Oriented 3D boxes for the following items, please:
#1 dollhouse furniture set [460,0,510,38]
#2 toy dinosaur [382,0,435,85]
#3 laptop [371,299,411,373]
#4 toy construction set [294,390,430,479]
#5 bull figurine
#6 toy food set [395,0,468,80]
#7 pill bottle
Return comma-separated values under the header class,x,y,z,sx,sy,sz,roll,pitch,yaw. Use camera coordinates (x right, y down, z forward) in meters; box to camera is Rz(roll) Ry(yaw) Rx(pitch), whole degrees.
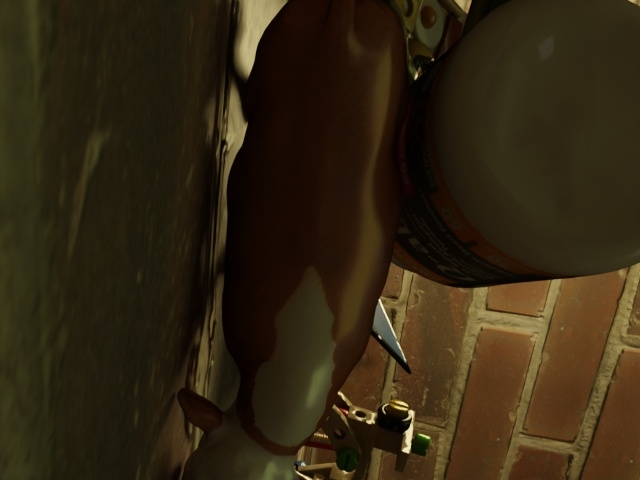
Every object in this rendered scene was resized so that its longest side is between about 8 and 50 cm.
class,x,y,z,sx,sy,sz,roll,pitch,yaw
dollhouse furniture set,0.066,-0.194,0.580,0.301,0.198,0.151,-72,178,-73
toy dinosaur,0.106,-0.173,0.991,0.064,0.118,0.268,-7,-95,49
laptop,0.085,-0.015,1.033,0.264,0.137,0.234,-58,145,-13
toy construction set,0.056,0.358,1.452,0.309,0.237,0.257,67,32,-85
bull figurine,-0.012,0.003,0.504,0.188,0.101,0.310,-97,-160,-75
toy food set,0.137,-0.261,1.105,0.306,0.092,0.219,30,75,-48
pill bottle,0.117,-0.048,0.579,0.278,0.162,0.162,150,-50,-78
